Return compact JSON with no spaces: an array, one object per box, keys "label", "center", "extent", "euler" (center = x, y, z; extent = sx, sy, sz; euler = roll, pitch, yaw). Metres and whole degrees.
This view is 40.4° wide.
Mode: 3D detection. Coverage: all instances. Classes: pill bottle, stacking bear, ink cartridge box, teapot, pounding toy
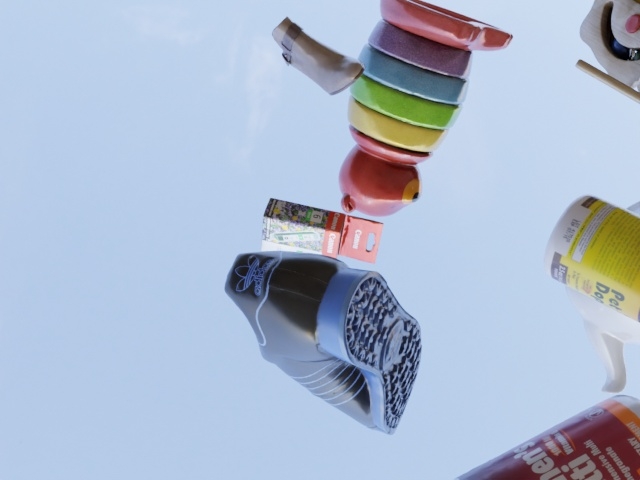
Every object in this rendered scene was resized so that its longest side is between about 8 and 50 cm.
[{"label":"pill bottle","center":[0.160,0.213,0.638],"extent":[0.221,0.121,0.121],"euler":[-26,-93,-7]},{"label":"stacking bear","center":[0.109,-0.165,1.154],"extent":[0.164,0.289,0.175],"euler":[29,-159,26]},{"label":"ink cartridge box","center":[0.000,0.000,0.859],"extent":[0.115,0.063,0.029],"euler":[12,-134,4]},{"label":"teapot","center":[0.496,0.060,1.249],"extent":[0.187,0.256,0.252],"euler":[47,-136,-8]},{"label":"pounding toy","center":[0.462,-0.297,1.254],"extent":[0.155,0.154,0.269],"euler":[13,-138,-29]},{"label":"pill bottle","center":[0.386,0.036,1.039],"extent":[0.215,0.117,0.117],"euler":[29,-116,31]}]

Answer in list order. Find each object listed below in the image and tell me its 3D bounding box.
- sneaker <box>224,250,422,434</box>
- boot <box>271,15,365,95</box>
[{"label":"sneaker","center":[0.010,0.069,0.605],"extent":[0.090,0.232,0.081],"euler":[16,-113,23]},{"label":"boot","center":[-0.008,-0.188,0.871],"extent":[0.087,0.118,0.042],"euler":[43,-101,-16]}]
